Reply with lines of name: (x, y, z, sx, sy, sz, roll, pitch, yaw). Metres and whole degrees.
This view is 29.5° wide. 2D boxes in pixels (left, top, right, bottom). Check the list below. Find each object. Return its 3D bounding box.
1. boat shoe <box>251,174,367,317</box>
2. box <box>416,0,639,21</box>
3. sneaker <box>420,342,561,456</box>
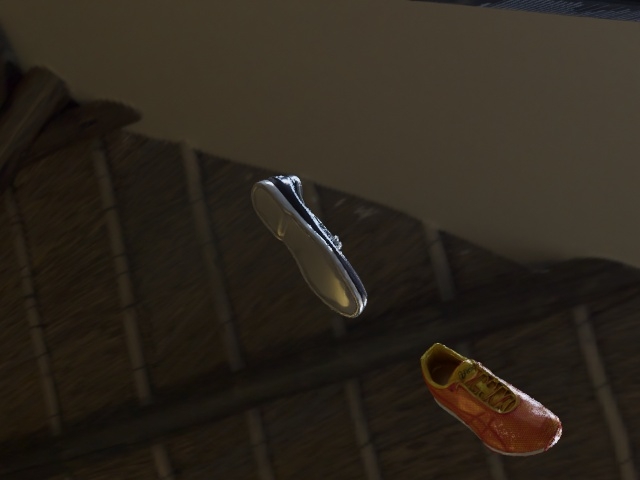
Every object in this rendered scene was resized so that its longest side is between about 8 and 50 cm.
boat shoe: (0.000, 0.000, 1.458, 0.065, 0.075, 0.206, -25, -113, -36)
box: (0.335, -0.480, 1.731, 0.395, 0.212, 0.294, 4, -85, -6)
sneaker: (0.156, 0.154, 1.166, 0.064, 0.175, 0.067, -45, -51, -19)
